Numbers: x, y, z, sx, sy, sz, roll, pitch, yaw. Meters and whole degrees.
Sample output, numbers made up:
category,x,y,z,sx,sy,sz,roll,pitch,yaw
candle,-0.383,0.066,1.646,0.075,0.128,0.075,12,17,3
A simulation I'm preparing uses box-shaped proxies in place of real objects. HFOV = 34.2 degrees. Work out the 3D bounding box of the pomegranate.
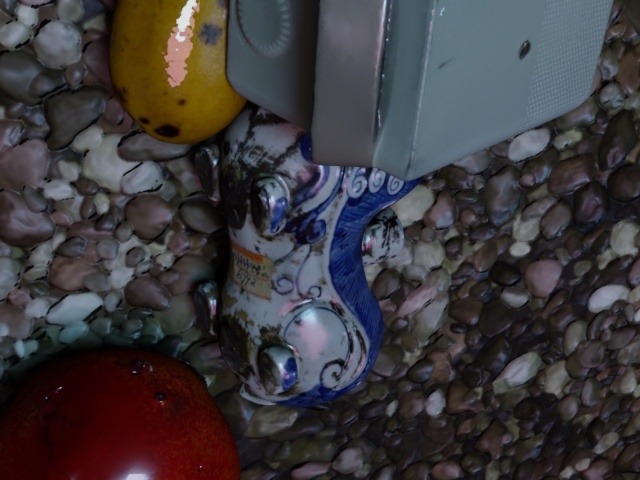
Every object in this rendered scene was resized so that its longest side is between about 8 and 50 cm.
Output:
category,x,y,z,sx,sy,sz,roll,pitch,yaw
pomegranate,-0.171,0.196,0.870,0.210,0.210,0.235,-6,150,-18

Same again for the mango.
category,x,y,z,sx,sy,sz,roll,pitch,yaw
mango,-0.090,-0.155,0.742,0.115,0.090,0.178,4,116,-37

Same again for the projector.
category,x,y,z,sx,sy,sz,roll,pitch,yaw
projector,0.060,-0.153,0.699,0.242,0.177,0.163,-26,132,-39

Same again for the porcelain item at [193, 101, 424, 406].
category,x,y,z,sx,sy,sz,roll,pitch,yaw
porcelain item,0.000,0.000,0.862,0.186,0.138,0.288,-17,122,-31
